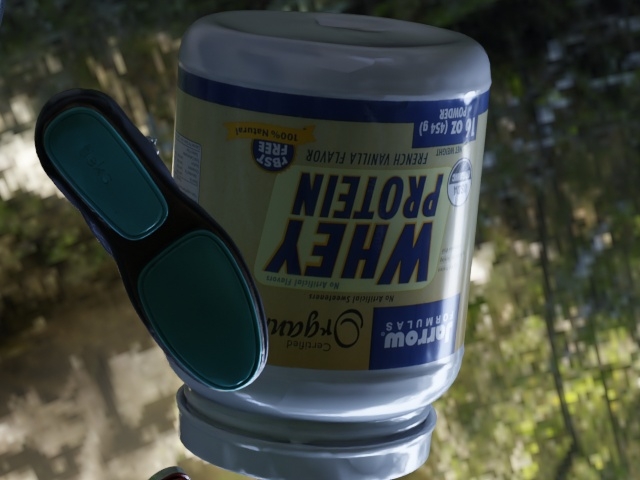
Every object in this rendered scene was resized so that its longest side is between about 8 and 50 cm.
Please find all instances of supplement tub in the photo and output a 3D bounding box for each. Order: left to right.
[{"bbox_3d":[0.000,0.000,1.402,0.228,0.316,0.228,4,-167,-1],"label":"supplement tub"}]

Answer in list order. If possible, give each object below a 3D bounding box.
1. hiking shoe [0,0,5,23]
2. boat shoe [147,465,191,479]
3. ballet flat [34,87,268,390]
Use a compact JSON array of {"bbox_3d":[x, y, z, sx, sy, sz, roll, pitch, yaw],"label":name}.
[{"bbox_3d":[-0.232,-0.234,1.117,0.113,0.304,0.132,-13,171,8],"label":"hiking shoe"},{"bbox_3d":[-0.074,0.185,1.110,0.049,0.137,0.043,-33,-127,-21],"label":"boat shoe"},{"bbox_3d":[-0.095,-0.005,1.100,0.074,0.203,0.074,-30,-161,12],"label":"ballet flat"}]
